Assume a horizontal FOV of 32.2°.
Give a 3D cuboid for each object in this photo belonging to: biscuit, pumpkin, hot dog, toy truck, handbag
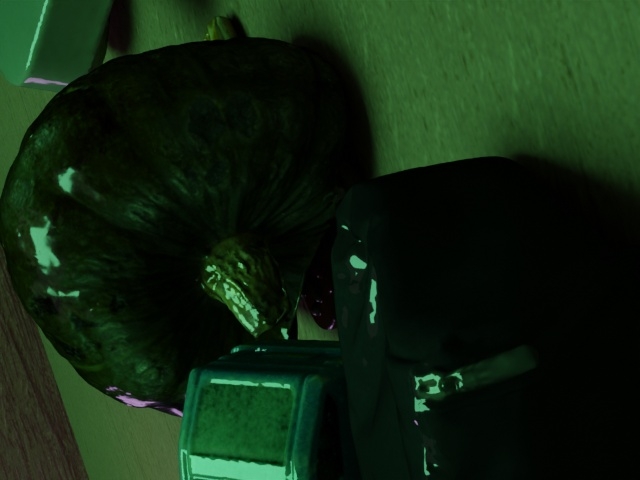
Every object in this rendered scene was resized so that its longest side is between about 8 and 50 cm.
[{"bbox_3d":[0.000,0.000,0.967,0.138,0.031,0.205,51,152,39],"label":"biscuit"},{"bbox_3d":[-0.126,-0.006,0.862,0.242,0.232,0.325,36,116,51],"label":"pumpkin"},{"bbox_3d":[-0.076,-0.146,1.015,0.056,0.041,0.133,131,125,-65],"label":"hot dog"},{"bbox_3d":[-0.007,0.210,0.771,0.155,0.156,0.279,-1,94,34],"label":"toy truck"},{"bbox_3d":[0.119,0.118,0.594,0.275,0.178,0.302,-128,25,-72],"label":"handbag"}]

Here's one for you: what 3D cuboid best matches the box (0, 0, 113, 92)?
[{"bbox_3d":[-0.261,-0.376,1.042,0.367,0.090,0.373,50,125,39],"label":"box"}]

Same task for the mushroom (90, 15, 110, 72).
[{"bbox_3d":[-0.333,-0.338,1.351,0.292,0.217,0.212,28,90,42],"label":"mushroom"}]

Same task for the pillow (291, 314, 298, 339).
[{"bbox_3d":[-0.057,0.041,1.050,0.208,0.055,0.141,-123,28,-68],"label":"pillow"}]
